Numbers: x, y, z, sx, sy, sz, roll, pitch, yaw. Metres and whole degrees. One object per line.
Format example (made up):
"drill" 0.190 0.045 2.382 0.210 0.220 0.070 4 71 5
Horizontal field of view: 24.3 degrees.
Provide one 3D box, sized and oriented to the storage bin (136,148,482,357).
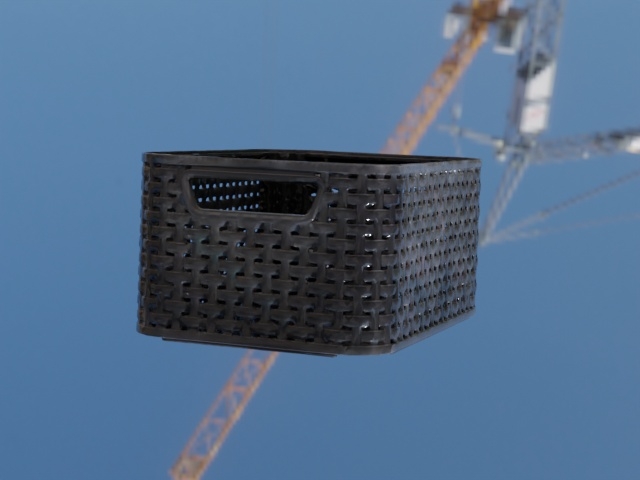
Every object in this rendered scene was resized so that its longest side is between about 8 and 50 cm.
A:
"storage bin" 0.000 0.000 0.714 0.122 0.084 0.180 4 -176 20
